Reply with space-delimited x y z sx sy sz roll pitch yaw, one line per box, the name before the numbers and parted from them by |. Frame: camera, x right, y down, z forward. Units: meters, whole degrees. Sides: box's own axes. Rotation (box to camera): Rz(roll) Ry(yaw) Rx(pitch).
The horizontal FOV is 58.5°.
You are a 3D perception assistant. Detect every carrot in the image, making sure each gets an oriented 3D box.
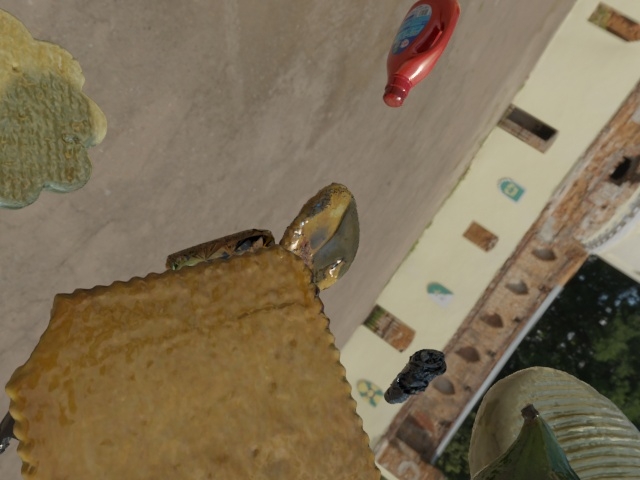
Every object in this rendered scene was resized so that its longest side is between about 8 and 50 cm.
carrot | -0.208 0.026 1.194 0.229 0.069 0.069 -16 153 -18

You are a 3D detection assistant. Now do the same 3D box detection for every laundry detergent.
laundry detergent | 0.131 -0.253 0.775 0.097 0.049 0.165 0 -119 51

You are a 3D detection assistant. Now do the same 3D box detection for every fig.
fig | 0.290 0.343 0.748 0.203 0.203 0.235 52 55 -78

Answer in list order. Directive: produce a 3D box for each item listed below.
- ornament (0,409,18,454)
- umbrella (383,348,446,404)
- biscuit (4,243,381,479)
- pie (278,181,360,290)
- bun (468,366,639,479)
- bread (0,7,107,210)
ornament | -0.457 0.267 0.977 0.260 0.106 0.251 -55 -176 6
umbrella | 0.185 0.300 1.203 0.224 0.080 0.071 117 -24 -53
biscuit | -0.079 0.129 0.395 0.232 0.236 0.013 -13 164 -26
pie | -0.001 0.000 1.236 0.273 0.069 0.273 -32 136 -37
bun | 0.428 0.422 1.045 0.365 0.365 0.219 -44 164 -42
bread | -0.453 -0.192 0.808 0.054 0.316 0.316 -20 -168 36
